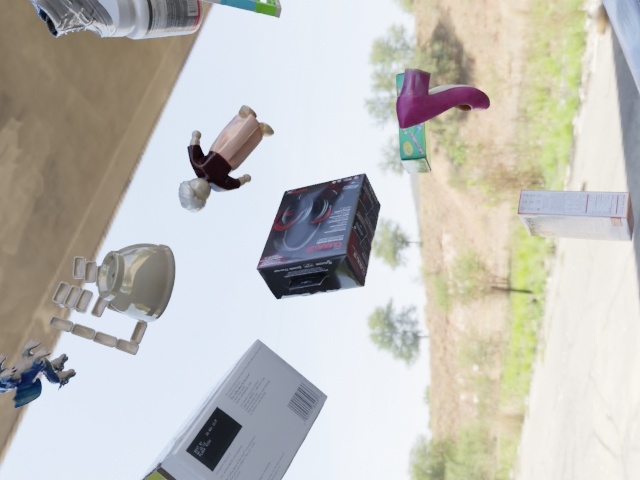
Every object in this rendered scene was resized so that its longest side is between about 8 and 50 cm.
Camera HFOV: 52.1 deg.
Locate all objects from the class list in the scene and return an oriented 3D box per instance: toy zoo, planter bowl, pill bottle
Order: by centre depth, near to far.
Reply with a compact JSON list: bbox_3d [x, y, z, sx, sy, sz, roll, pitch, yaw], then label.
[{"bbox_3d":[-0.375,0.077,1.306,0.109,0.162,0.162,14,-105,-38],"label":"planter bowl"},{"bbox_3d":[-0.255,-0.662,1.725,0.192,0.293,0.030,-104,26,-51],"label":"toy zoo"},{"bbox_3d":[-0.499,-0.672,1.901,0.283,0.161,0.161,-23,-61,-42],"label":"pill bottle"}]

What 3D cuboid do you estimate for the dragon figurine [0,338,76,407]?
[{"bbox_3d":[-0.698,0.327,1.518,0.289,0.085,0.144,-32,-42,-47],"label":"dragon figurine"}]

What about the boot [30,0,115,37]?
[{"bbox_3d":[-0.538,-0.486,1.406,0.123,0.095,0.258,-55,-11,-9],"label":"boot"}]

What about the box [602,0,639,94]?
[{"bbox_3d":[0.820,-0.520,1.531,0.294,0.182,0.296,4,-113,-76],"label":"box"}]

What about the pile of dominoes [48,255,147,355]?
[{"bbox_3d":[-0.559,0.169,1.701,0.040,0.251,0.196,122,168,-69],"label":"pile of dominoes"}]

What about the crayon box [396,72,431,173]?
[{"bbox_3d":[0.291,-0.362,2.036,0.165,0.081,0.279,30,-123,-72],"label":"crayon box"}]

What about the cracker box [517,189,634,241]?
[{"bbox_3d":[0.586,-0.057,1.499,0.155,0.232,0.067,36,-117,-56],"label":"cracker box"}]

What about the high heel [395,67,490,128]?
[{"bbox_3d":[0.250,-0.261,1.318,0.244,0.082,0.117,7,-86,-42],"label":"high heel"}]

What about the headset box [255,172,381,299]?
[{"bbox_3d":[0.000,0.000,1.449,0.110,0.218,0.293,60,-148,-36],"label":"headset box"}]

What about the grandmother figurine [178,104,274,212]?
[{"bbox_3d":[-0.277,-0.219,1.798,0.342,0.207,0.104,-58,12,-24],"label":"grandmother figurine"}]

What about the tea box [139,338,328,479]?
[{"bbox_3d":[-0.202,0.456,1.461,0.323,0.220,0.329,-46,5,47],"label":"tea box"}]
